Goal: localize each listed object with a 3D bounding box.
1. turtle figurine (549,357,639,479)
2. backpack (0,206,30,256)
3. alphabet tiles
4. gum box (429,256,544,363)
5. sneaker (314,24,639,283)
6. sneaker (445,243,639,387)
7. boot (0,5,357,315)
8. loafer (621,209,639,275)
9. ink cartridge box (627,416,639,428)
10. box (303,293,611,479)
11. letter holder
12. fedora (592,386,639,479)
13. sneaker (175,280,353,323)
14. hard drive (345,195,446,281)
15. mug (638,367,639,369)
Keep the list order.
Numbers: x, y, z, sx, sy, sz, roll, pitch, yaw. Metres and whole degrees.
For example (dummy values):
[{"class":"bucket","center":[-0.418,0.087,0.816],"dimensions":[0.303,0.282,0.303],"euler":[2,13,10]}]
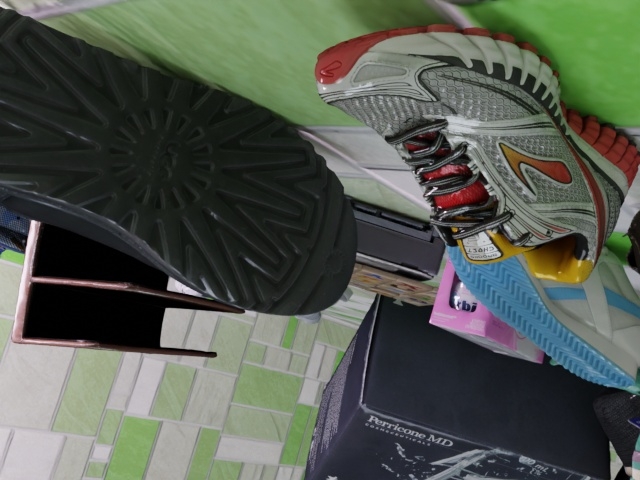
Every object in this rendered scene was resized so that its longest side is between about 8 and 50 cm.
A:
[{"class":"turtle figurine","center":[0.380,0.168,0.810],"dimensions":[0.234,0.175,0.118],"euler":[44,146,18]},{"class":"backpack","center":[-0.509,-0.080,0.962],"dimensions":[0.276,0.213,0.263],"euler":[14,161,40]},{"class":"alphabet tiles","center":[0.033,0.040,0.882],"dimensions":[0.237,0.009,0.198],"euler":[16,172,-5]},{"class":"gum box","center":[0.187,0.057,0.776],"dimensions":[0.062,0.107,0.188],"euler":[10,170,36]},{"class":"sneaker","center":[0.089,-0.038,0.383],"dimensions":[0.225,0.093,0.088],"euler":[23,170,-34]},{"class":"sneaker","center":[0.206,0.033,0.666],"dimensions":[0.228,0.092,0.087],"euler":[40,158,-15]},{"class":"boot","center":[-0.222,-0.053,0.702],"dimensions":[0.367,0.146,0.445],"euler":[30,164,-28]},{"class":"loafer","center":[0.261,0.014,0.516],"dimensions":[0.078,0.080,0.220],"euler":[49,-170,29]},{"class":"ink cartridge box","center":[0.559,0.257,0.854],"dimensions":[0.175,0.069,0.371],"euler":[-5,-165,-23]},{"class":"box","center":[0.260,0.386,1.549],"dimensions":[0.479,0.297,0.472],"euler":[17,139,-3]},{"class":"letter holder","center":[-0.198,0.074,0.959],"dimensions":[0.214,0.152,0.302],"euler":[3,170,19]},{"class":"fedora","center":[0.562,0.280,1.241],"dimensions":[0.152,0.334,0.334],"euler":[49,-179,16]},{"class":"sneaker","center":[-0.106,0.063,1.295],"dimensions":[0.210,0.138,0.365],"euler":[24,166,-29]},{"class":"hard drive","center":[0.000,0.000,0.936],"dimensions":[0.236,0.064,0.339],"euler":[17,171,-6]},{"class":"mug","center":[0.434,0.151,0.958],"dimensions":[0.129,0.098,0.157],"euler":[9,170,38]}]
